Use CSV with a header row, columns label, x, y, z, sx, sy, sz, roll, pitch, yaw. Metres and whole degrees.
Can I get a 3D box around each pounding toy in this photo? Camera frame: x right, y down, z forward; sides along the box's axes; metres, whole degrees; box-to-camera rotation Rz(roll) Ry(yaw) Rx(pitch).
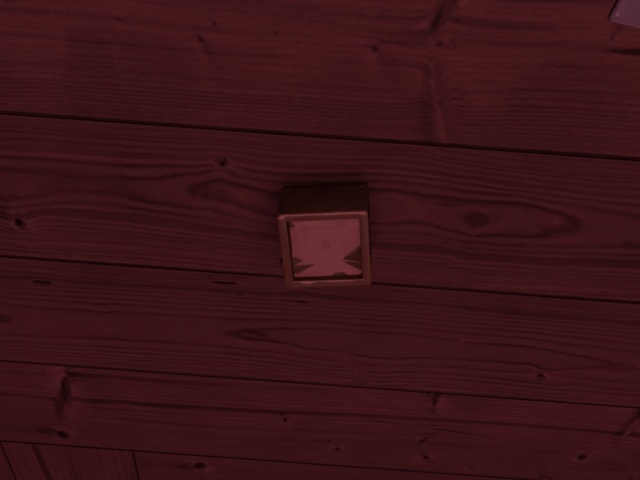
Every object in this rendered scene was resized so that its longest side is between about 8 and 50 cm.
label,x,y,z,sx,sy,sz,roll,pitch,yaw
pounding toy,0.000,0.000,1.003,0.130,0.100,0.141,-2,122,5

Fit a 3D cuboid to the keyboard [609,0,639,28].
label,x,y,z,sx,sy,sz,roll,pitch,yaw
keyboard,0.366,-0.314,0.729,0.072,0.014,0.256,15,132,-3
